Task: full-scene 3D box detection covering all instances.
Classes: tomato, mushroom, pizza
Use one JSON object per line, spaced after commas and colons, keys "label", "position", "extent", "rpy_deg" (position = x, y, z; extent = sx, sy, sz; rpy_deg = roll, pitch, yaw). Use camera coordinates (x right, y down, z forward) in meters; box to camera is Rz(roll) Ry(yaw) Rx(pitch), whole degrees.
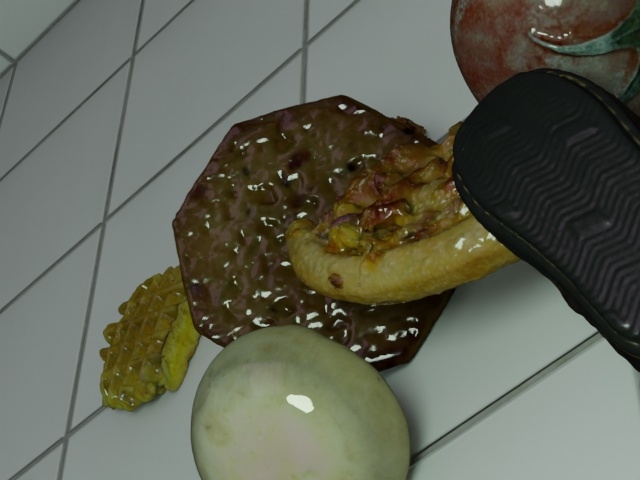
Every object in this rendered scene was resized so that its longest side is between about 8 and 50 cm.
{"label": "tomato", "position": [0.290, -0.229, 1.705], "extent": [0.316, 0.317, 0.282], "rpy_deg": [-55, 26, -3]}
{"label": "mushroom", "position": [-0.013, 0.207, 1.825], "extent": [0.246, 0.246, 0.202], "rpy_deg": [-33, -6, 36]}
{"label": "pizza", "position": [0.124, -0.030, 1.804], "extent": [0.409, 0.114, 0.278], "rpy_deg": [-1, 35, 51]}

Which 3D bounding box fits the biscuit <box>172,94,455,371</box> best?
{"label": "biscuit", "position": [0.000, 0.001, 1.977], "extent": [0.359, 0.046, 0.359], "rpy_deg": [-4, 72, 11]}

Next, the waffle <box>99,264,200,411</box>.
{"label": "waffle", "position": [-0.253, 0.146, 2.436], "extent": [0.219, 0.057, 0.229], "rpy_deg": [-18, 44, 51]}

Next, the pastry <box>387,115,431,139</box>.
{"label": "pastry", "position": [0.098, -0.099, 2.148], "extent": [0.087, 0.063, 0.169], "rpy_deg": [-42, 28, 18]}

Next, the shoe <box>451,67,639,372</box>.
{"label": "shoe", "position": [0.286, 0.002, 1.516], "extent": [0.171, 0.237, 0.384], "rpy_deg": [-51, 40, 8]}
